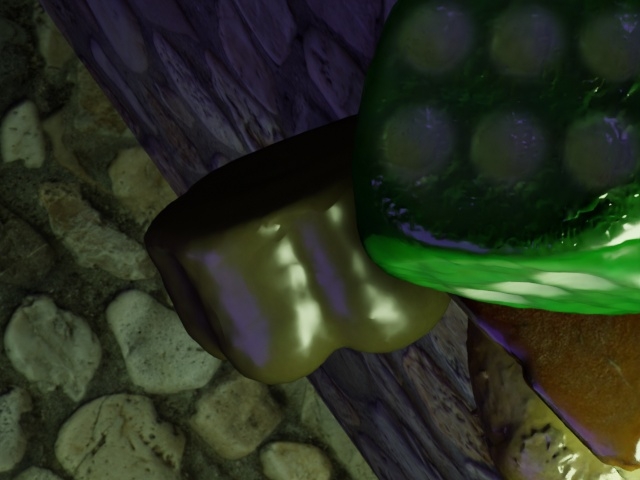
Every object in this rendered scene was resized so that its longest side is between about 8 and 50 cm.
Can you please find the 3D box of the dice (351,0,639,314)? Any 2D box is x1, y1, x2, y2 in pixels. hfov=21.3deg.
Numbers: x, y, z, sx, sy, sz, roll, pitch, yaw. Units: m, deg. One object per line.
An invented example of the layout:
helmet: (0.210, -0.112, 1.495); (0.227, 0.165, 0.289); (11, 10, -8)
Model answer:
dice: (0.215, -0.089, 1.565); (0.297, 0.287, 0.300); (7, 170, 26)

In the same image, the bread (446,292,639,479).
bread: (0.332, 0.030, 1.738); (0.323, 0.333, 0.143); (48, -175, 28)

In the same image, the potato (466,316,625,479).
potato: (0.276, 0.180, 1.890); (0.229, 0.229, 0.266); (85, 176, -54)

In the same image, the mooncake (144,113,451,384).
mooncake: (0.000, 0.000, 2.399); (0.467, 0.467, 0.262); (19, 134, 64)
